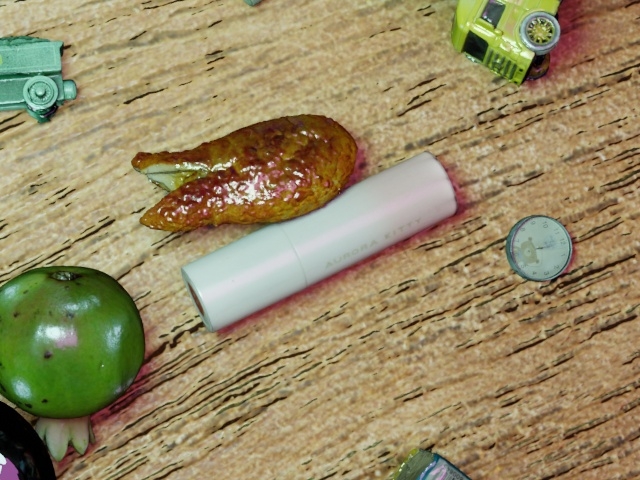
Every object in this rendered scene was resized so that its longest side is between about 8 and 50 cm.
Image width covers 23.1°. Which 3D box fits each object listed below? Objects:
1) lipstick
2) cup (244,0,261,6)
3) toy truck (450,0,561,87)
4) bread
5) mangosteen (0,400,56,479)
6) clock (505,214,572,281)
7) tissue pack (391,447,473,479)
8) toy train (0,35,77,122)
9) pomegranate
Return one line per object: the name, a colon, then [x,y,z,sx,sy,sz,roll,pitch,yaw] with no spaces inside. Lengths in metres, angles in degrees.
lipstick: [0.000,0.000,1.840,0.327,0.087,0.087,-26,93,-12]
cup: [-0.067,-0.327,1.856,0.083,0.054,0.075,-37,96,-9]
toy truck: [0.248,-0.335,1.890,0.157,0.124,0.272,25,80,5]
bread: [-0.083,-0.081,1.807,0.269,0.095,0.139,-8,45,-15]
mangosteen: [-0.386,0.275,1.674,0.243,0.243,0.243,0,88,-12]
clock: [0.270,0.010,1.933,0.085,0.017,0.085,1,87,-12]
tissue pack: [0.169,0.394,1.837,0.271,0.134,0.192,39,81,-8]
toy train: [-0.365,-0.182,1.781,0.172,0.070,0.099,-6,82,-11]
pomegranate: [-0.286,0.138,1.743,0.187,0.187,0.225,-5,117,-12]
